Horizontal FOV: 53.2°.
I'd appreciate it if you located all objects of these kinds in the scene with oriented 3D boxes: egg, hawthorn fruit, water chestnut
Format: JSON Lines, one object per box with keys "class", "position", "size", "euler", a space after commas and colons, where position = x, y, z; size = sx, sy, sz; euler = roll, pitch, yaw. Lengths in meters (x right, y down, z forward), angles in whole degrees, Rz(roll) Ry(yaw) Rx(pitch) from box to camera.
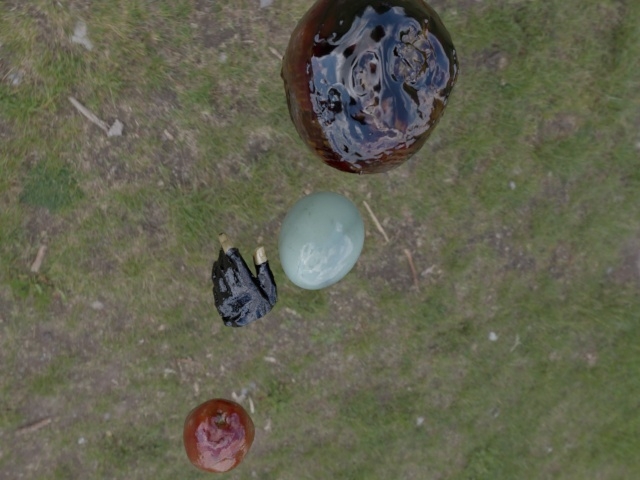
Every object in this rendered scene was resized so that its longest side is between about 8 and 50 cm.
{"class": "egg", "position": [0.000, 0.000, 1.379], "size": [0.183, 0.264, 0.182], "euler": [8, 128, 10]}
{"class": "hawthorn fruit", "position": [-0.183, 0.350, 1.158], "size": [0.133, 0.132, 0.138], "euler": [-19, 152, -15]}
{"class": "water chestnut", "position": [0.070, -0.297, 1.147], "size": [0.351, 0.302, 0.350], "euler": [-12, 107, -44]}

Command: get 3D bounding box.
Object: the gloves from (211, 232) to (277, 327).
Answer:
{"class": "gloves", "position": [-0.170, 0.073, 1.285], "size": [0.129, 0.106, 0.180], "euler": [-16, 110, 31]}
